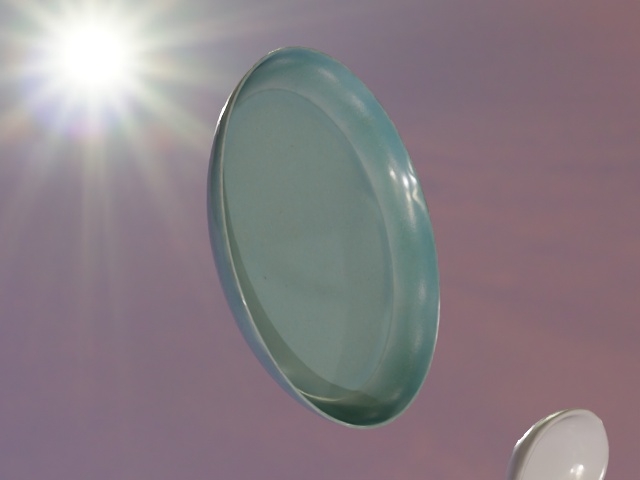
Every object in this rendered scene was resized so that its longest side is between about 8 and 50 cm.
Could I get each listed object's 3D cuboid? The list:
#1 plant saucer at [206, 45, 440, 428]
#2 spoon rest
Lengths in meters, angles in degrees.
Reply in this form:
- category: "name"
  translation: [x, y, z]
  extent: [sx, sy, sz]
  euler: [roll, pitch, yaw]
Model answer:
- category: "plant saucer"
  translation: [0.000, 0.000, 1.452]
  extent: [0.043, 0.318, 0.317]
  euler: [-15, -175, 32]
- category: "spoon rest"
  translation: [0.200, 0.281, 1.837]
  extent: [0.276, 0.137, 0.084]
  euler: [-36, -144, -19]
